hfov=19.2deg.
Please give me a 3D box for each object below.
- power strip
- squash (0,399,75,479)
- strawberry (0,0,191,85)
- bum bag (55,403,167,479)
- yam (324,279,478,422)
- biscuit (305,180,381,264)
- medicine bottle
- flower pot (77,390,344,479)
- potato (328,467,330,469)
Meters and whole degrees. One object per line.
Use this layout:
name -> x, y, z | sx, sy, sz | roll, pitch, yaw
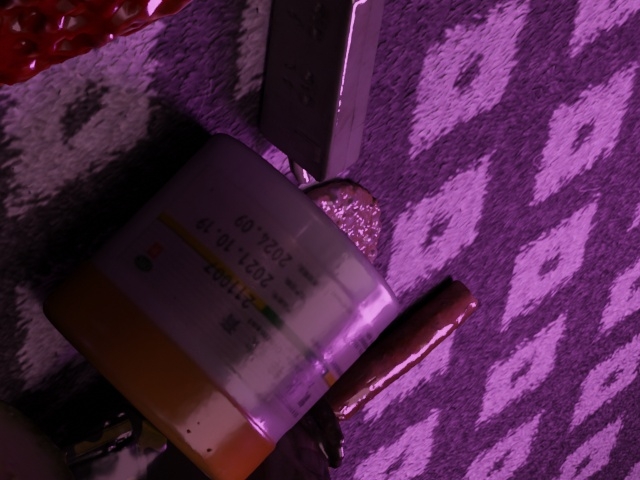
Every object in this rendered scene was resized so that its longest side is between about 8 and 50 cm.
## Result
power strip -> -0.001, -0.145, 1.692 | 0.053, 0.093, 0.288 | -34, 150, -32
squash -> -0.361, 0.336, 1.615 | 0.263, 0.263, 0.384 | -24, 145, -40
strawberry -> -0.172, -0.238, 1.127 | 0.291, 0.292, 0.310 | -25, 171, -39
bum bag -> -0.250, 0.226, 1.750 | 0.232, 0.060, 0.107 | -18, 109, -5
yam -> 0.093, 0.132, 2.263 | 0.241, 0.057, 0.057 | -40, 153, -20
biscuit -> 0.003, -0.002, 1.963 | 0.133, 0.032, 0.250 | -54, 152, 11
medicine bottle -> -0.086, 0.062, 1.681 | 0.232, 0.238, 0.238 | -46, 154, -6
flower pot -> -0.106, 0.269, 1.880 | 0.302, 0.302, 0.213 | -41, 159, -13
potato -> -0.098, 0.291, 2.089 | 0.253, 0.148, 0.186 | -37, 178, -34
